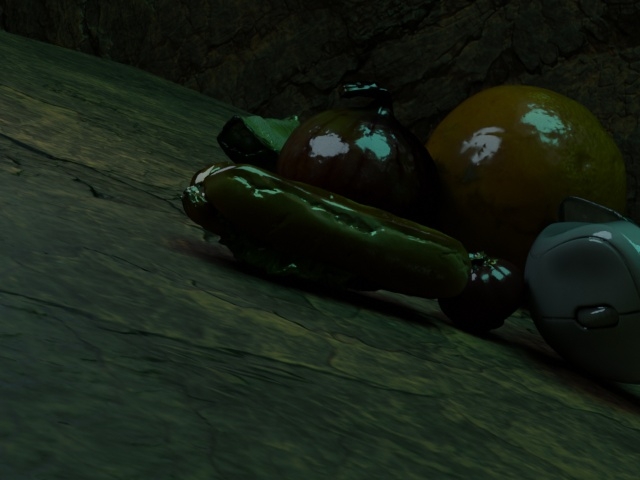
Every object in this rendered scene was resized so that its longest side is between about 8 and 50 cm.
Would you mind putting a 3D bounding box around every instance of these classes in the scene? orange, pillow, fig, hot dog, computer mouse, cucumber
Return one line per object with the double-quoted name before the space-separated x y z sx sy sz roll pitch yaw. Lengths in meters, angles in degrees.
"orange" 0.294 -0.074 1.892 0.312 0.312 0.312 20 7 -3
"pillow" 0.347 0.052 1.598 0.033 0.218 0.130 -25 32 -27
"fig" 0.060 -0.083 1.767 0.235 0.214 0.235 42 -6 5
"hot dog" 0.000 0.000 1.365 0.337 0.100 0.135 18 -1 -26
"computer mouse" 0.297 0.063 1.436 0.121 0.184 0.297 -17 9 -1
"cucumber" -0.088 -0.150 2.222 0.145 0.105 0.325 49 13 9

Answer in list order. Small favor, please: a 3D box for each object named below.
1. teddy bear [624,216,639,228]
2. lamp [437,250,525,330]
"teddy bear" 0.438 0.054 2.088 0.171 0.144 0.251 -15 4 33
"lamp" 0.182 0.057 1.467 0.101 0.090 0.101 -13 17 4
